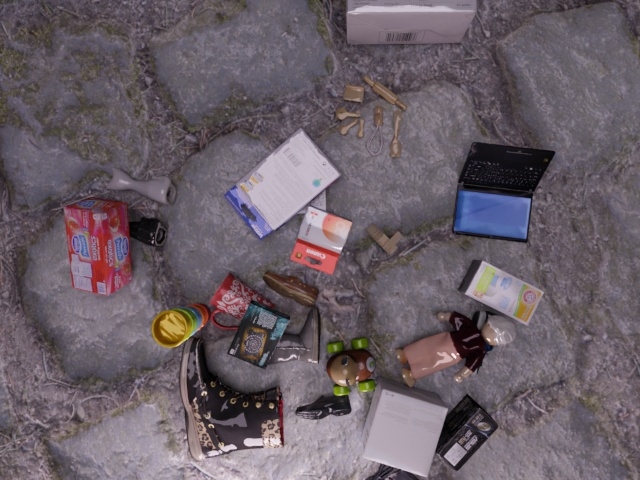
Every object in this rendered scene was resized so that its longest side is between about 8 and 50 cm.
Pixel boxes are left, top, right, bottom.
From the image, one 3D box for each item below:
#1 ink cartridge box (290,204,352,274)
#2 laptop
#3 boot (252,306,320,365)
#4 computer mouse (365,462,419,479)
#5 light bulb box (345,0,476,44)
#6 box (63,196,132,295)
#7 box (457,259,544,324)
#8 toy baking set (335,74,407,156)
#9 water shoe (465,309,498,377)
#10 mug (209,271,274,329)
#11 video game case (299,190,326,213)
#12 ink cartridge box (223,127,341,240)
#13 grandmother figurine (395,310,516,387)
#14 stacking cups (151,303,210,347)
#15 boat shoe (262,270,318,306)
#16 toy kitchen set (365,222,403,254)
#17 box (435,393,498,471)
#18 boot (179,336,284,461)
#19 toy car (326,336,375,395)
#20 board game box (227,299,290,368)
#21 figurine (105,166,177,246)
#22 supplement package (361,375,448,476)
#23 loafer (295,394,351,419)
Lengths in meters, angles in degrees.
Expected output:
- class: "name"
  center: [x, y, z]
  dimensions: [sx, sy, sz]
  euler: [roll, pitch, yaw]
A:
- class: "ink cartridge box"
  center: [0.000, 0.000, 1.603]
  dimensions: [0.145, 0.045, 0.179]
  euler: [20, 94, 0]
- class: "laptop"
  center: [0.528, -0.136, 1.549]
  dimensions: [0.234, 0.264, 0.137]
  euler: [7, 53, 1]
- class: "boot"
  center: [-0.106, 0.291, 1.606]
  dimensions: [0.208, 0.076, 0.190]
  euler: [3, 89, 8]
- class: "computer mouse"
  center: [0.267, 0.782, 1.586]
  dimensions: [0.272, 0.072, 0.189]
  euler: [35, 90, 2]
- class: "light bulb box"
  center: [0.249, -0.780, 1.516]
  dimensions: [0.357, 0.225, 0.361]
  euler: [1, 89, 2]
- class: "box"
  center: [-0.642, 0.014, 1.542]
  dimensions: [0.128, 0.122, 0.257]
  euler: [9, 112, 15]
- class: "box"
  center: [0.530, 0.150, 1.565]
  dimensions: [0.203, 0.103, 0.114]
  euler: [28, 91, 2]
- class: "toy baking set"
  center: [0.165, -0.374, 1.618]
  dimensions: [0.256, 0.030, 0.197]
  euler: [33, 94, 2]
- class: "water shoe"
  center: [0.489, 0.313, 1.581]
  dimensions: [0.080, 0.073, 0.203]
  euler: [9, 91, -1]
- class: "mug"
  center: [-0.240, 0.200, 1.597]
  dimensions: [0.169, 0.113, 0.150]
  euler: [32, 119, -3]
- class: "video game case"
  center: [-0.056, -0.161, 1.625]
  dimensions: [0.143, 0.019, 0.157]
  euler: [-2, 89, 1]
- class: "ink cartridge box"
  center: [-0.114, -0.165, 1.586]
  dimensions: [0.311, 0.065, 0.186]
  euler: [-40, 89, -1]
- class: "grandmother figurine"
  center: [0.392, 0.299, 1.531]
  dimensions: [0.342, 0.104, 0.208]
  euler: [-23, 71, 17]
- class: "stacking cups"
  center: [-0.381, 0.228, 1.485]
  dimensions: [0.095, 0.316, 0.096]
  euler: [0, 88, 0]
- class: "boat shoe"
  center: [-0.090, 0.138, 1.610]
  dimensions: [0.177, 0.064, 0.060]
  euler: [27, 60, 0]
- class: "toy kitchen set"
  center: [0.199, -0.016, 1.612]
  dimensions: [0.068, 0.075, 0.083]
  euler: [-45, 128, 4]
- class: "box"
  center: [0.413, 0.557, 1.545]
  dimensions: [0.077, 0.147, 0.180]
  euler: [43, 90, 1]
- class: "boot"
  center: [-0.259, 0.462, 1.570]
  dimensions: [0.284, 0.138, 0.378]
  euler: [-4, 93, 3]
- class: "toy car"
  center: [0.088, 0.371, 1.527]
  dimensions: [0.148, 0.188, 0.155]
  euler: [-10, 83, 2]
- class: "board game box"
  center: [-0.181, 0.277, 1.545]
  dimensions: [0.126, 0.026, 0.186]
  euler: [25, 109, -6]
- class: "figurine"
  center: [-0.565, -0.107, 1.611]
  dimensions: [0.209, 0.092, 0.215]
  euler: [13, 89, 6]
- class: "supplement package"
  center: [0.239, 0.537, 1.549]
  dimensions: [0.194, 0.149, 0.203]
  euler: [17, 90, 2]
- class: "loafer"
  center: [0.008, 0.502, 1.609]
  dimensions: [0.169, 0.062, 0.061]
  euler: [-6, 50, -1]
